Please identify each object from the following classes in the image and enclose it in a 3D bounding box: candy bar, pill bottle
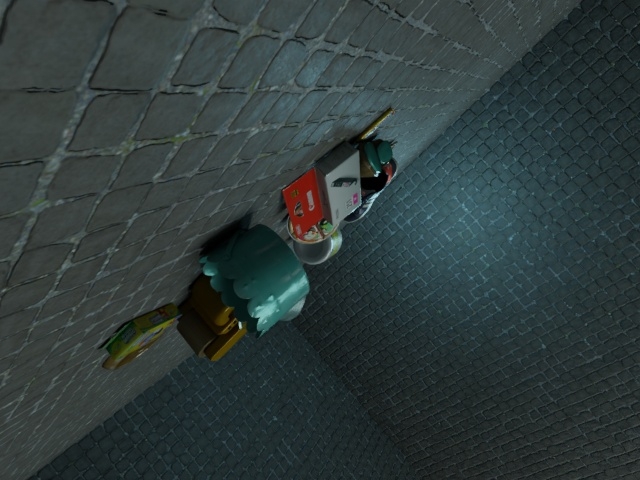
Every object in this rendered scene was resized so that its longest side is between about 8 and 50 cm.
[{"bbox_3d":[0.158,-0.338,1.280,0.161,0.018,0.040,-41,176,3],"label":"candy bar"},{"bbox_3d":[0.000,0.000,2.097,0.188,0.188,0.334,-42,176,15],"label":"pill bottle"}]

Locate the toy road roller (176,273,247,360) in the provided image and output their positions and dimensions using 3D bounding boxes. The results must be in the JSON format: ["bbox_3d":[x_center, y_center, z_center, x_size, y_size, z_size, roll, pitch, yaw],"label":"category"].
[{"bbox_3d":[-0.339,0.218,1.380,0.329,0.202,0.240,-46,163,2],"label":"toy road roller"}]

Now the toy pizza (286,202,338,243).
[{"bbox_3d":[-0.020,-0.063,1.517,0.201,0.032,0.202,-11,130,-13],"label":"toy pizza"}]

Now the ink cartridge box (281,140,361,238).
[{"bbox_3d":[0.015,-0.128,1.281,0.238,0.060,0.275,-41,154,-15],"label":"ink cartridge box"}]

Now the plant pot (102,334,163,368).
[{"bbox_3d":[-0.600,0.348,1.416,0.236,0.032,0.236,-40,175,-4],"label":"plant pot"}]

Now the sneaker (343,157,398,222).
[{"bbox_3d":[0.175,-0.202,1.777,0.350,0.131,0.148,-54,173,31],"label":"sneaker"}]

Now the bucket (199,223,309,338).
[{"bbox_3d":[-0.174,0.101,1.153,0.183,0.281,0.281,-36,174,-23],"label":"bucket"}]

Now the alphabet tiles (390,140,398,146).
[{"bbox_3d":[0.193,-0.300,1.881,0.342,0.011,0.285,-44,177,38],"label":"alphabet tiles"}]

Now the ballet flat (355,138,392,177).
[{"bbox_3d":[0.143,-0.262,1.391,0.124,0.116,0.342,-18,-167,24],"label":"ballet flat"}]

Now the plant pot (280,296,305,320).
[{"bbox_3d":[-0.230,0.212,1.881,0.196,0.293,0.293,4,142,-45],"label":"plant pot"}]

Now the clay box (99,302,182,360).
[{"bbox_3d":[-0.506,0.260,1.223,0.127,0.053,0.222,-43,176,15],"label":"clay box"}]
